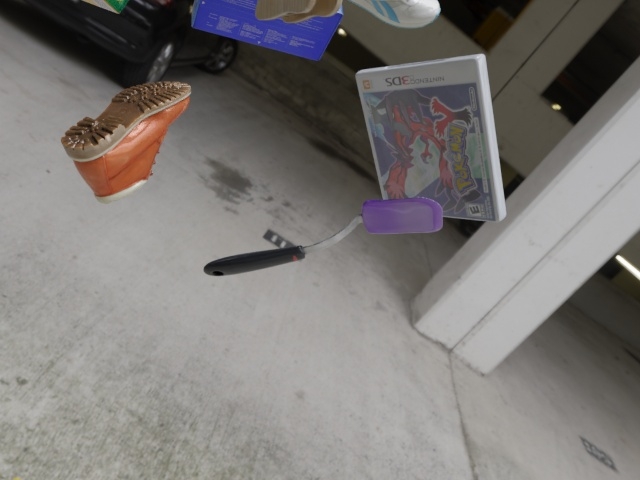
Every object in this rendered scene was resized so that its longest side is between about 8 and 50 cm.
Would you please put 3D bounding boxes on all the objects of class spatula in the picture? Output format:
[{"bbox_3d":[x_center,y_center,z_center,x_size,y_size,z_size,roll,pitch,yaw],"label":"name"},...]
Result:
[{"bbox_3d":[0.000,0.000,0.677,0.084,0.297,0.030,69,5,-60],"label":"spatula"}]

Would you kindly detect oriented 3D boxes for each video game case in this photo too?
[{"bbox_3d":[0.137,-0.124,0.714,0.183,0.201,0.023,10,34,46],"label":"video game case"}]

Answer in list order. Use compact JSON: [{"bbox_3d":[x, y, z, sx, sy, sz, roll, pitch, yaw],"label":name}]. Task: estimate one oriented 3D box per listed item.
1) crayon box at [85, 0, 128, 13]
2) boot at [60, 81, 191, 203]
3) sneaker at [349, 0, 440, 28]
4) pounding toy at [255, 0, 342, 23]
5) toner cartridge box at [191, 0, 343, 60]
[{"bbox_3d":[-0.484,-0.527,1.019,0.278,0.081,0.165,28,-5,27],"label":"crayon box"},{"bbox_3d":[-0.189,-0.106,0.585,0.059,0.084,0.158,19,50,27],"label":"boot"},{"bbox_3d":[0.134,-0.500,1.110,0.229,0.087,0.092,23,-24,-2],"label":"sneaker"},{"bbox_3d":[-0.052,-0.435,0.753,0.154,0.269,0.155,27,29,28],"label":"pounding toy"},{"bbox_3d":[-0.134,-0.576,1.412,0.348,0.165,0.075,8,58,-23],"label":"toner cartridge box"}]
